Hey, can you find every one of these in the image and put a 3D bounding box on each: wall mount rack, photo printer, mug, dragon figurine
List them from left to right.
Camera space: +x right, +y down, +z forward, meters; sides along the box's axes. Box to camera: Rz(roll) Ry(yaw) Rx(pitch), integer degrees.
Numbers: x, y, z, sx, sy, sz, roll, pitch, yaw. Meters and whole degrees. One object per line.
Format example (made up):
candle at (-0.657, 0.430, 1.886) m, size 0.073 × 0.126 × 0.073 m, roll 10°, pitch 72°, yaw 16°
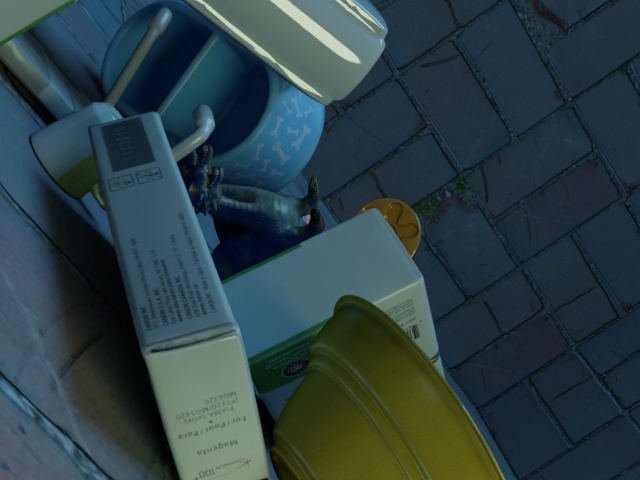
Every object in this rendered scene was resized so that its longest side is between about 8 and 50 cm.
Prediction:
wall mount rack at (-0.219, -0.204, 0.938) m, size 0.350 × 0.130 × 0.304 m, roll 53°, pitch 3°, yaw -35°
mug at (-0.179, -0.071, 0.815) m, size 0.078 × 0.064 × 0.062 m, roll 52°, pitch 6°, yaw -38°
photo printer at (-0.093, -0.274, 0.963) m, size 0.308 × 0.107 × 0.256 m, roll 35°, pitch 14°, yaw -19°
dragon figurine at (-0.068, 0.012, 1.051) m, size 0.289 × 0.144 × 0.085 m, roll 85°, pitch 0°, yaw -46°

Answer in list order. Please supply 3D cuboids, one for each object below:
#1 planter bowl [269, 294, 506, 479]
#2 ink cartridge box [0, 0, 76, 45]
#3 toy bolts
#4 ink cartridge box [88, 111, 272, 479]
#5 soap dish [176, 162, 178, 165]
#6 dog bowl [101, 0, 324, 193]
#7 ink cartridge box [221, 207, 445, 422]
planter bowl at (0.030, 0.149, 0.638) m, size 0.217 × 0.090 × 0.217 m, roll 53°, pitch -19°, yaw 27°
ink cartridge box at (-0.245, -0.282, 0.663) m, size 0.289 × 0.211 × 0.121 m, roll 56°, pitch -4°, yaw 18°
toy bolts at (0.000, 0.000, 1.373) m, size 0.228 × 0.218 × 0.158 m, roll 39°, pitch 3°, yaw 21°
ink cartridge box at (-0.094, 0.074, 0.728) m, size 0.275 × 0.060 × 0.238 m, roll -118°, pitch -163°, yaw -52°
soap dish at (-0.161, -0.184, 1.392) m, size 0.229 × 0.118 × 0.291 m, roll 54°, pitch 4°, yaw -18°
dog bowl at (-0.127, -0.160, 1.108) m, size 0.297 × 0.166 × 0.074 m, roll 37°, pitch 2°, yaw 36°
ink cartridge box at (0.015, 0.091, 0.865) m, size 0.087 × 0.153 × 0.208 m, roll 60°, pitch -8°, yaw 37°
